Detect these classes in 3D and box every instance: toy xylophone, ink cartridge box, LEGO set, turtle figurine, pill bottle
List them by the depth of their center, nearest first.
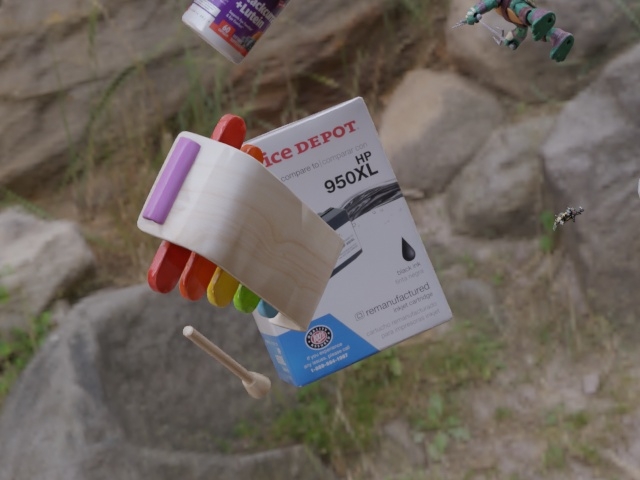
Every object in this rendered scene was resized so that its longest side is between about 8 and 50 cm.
[{"bbox_3d":[-0.083,0.026,1.417,0.081,0.323,0.236,16,67,31],"label":"toy xylophone"},{"bbox_3d":[-0.100,-0.358,1.861,0.193,0.108,0.108,-52,28,2],"label":"pill bottle"},{"bbox_3d":[0.376,-0.041,1.993,0.054,0.023,0.083,-34,-16,-3],"label":"LEGO set"},{"bbox_3d":[0.000,0.000,2.127,0.285,0.395,0.166,-24,4,-11],"label":"ink cartridge box"},{"bbox_3d":[0.331,-0.394,2.288,0.175,0.118,0.234,11,17,-41],"label":"turtle figurine"}]

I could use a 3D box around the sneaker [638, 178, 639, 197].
[{"bbox_3d":[0.550,-0.001,1.741,0.319,0.127,0.208,22,-15,0],"label":"sneaker"}]
